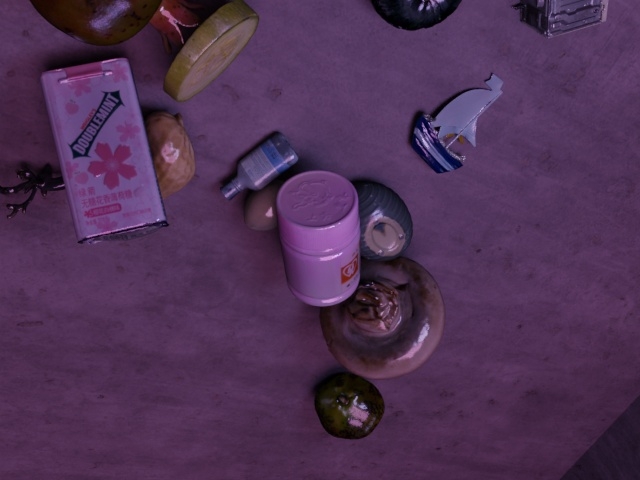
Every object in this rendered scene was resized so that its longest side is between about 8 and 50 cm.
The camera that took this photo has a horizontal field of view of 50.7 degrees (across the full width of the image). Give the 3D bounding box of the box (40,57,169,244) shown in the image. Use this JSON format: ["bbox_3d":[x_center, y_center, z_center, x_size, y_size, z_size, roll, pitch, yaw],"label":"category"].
[{"bbox_3d":[-0.451,-0.180,1.422,0.190,0.112,0.370,-12,90,-8],"label":"box"}]

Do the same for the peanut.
[{"bbox_3d":[-0.384,-0.158,1.569,0.159,0.143,0.291,31,113,-15],"label":"peanut"}]

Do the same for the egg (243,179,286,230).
[{"bbox_3d":[-0.132,-0.089,1.730,0.152,0.114,0.114,-44,128,0],"label":"egg"}]

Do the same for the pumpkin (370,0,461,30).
[{"bbox_3d":[0.211,-0.576,1.468,0.233,0.163,0.233,-10,130,-12],"label":"pumpkin"}]

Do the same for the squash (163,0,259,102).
[{"bbox_3d":[-0.229,-0.387,1.403,0.049,0.252,0.252,42,106,-5],"label":"squash"}]

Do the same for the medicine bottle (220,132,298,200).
[{"bbox_3d":[-0.157,-0.176,1.680,0.208,0.090,0.053,-36,170,9],"label":"medicine bottle"}]

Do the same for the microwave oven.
[{"bbox_3d":[0.567,-0.623,1.575,0.193,0.145,0.241,-19,130,-9],"label":"microwave oven"}]

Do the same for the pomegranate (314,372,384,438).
[{"bbox_3d":[0.113,0.540,2.246,0.276,0.222,0.204,-9,127,-56],"label":"pomegranate"}]

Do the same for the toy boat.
[{"bbox_3d":[0.378,-0.316,1.786,0.291,0.067,0.220,-44,127,10],"label":"toy boat"}]

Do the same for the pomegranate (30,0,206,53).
[{"bbox_3d":[-0.383,-0.504,1.265,0.323,0.291,0.291,4,128,-53],"label":"pomegranate"}]

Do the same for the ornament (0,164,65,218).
[{"bbox_3d":[-0.600,-0.090,1.513,0.236,0.202,0.080,-8,147,-12],"label":"ornament"}]

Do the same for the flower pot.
[{"bbox_3d":[0.150,-0.049,1.835,0.189,0.157,0.243,-36,125,5],"label":"flower pot"}]

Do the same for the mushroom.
[{"bbox_3d":[0.165,0.203,1.887,0.362,0.362,0.294,-33,153,5],"label":"mushroom"}]

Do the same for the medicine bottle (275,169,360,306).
[{"bbox_3d":[0.000,0.000,1.689,0.202,0.202,0.316,-15,142,-9],"label":"medicine bottle"}]
